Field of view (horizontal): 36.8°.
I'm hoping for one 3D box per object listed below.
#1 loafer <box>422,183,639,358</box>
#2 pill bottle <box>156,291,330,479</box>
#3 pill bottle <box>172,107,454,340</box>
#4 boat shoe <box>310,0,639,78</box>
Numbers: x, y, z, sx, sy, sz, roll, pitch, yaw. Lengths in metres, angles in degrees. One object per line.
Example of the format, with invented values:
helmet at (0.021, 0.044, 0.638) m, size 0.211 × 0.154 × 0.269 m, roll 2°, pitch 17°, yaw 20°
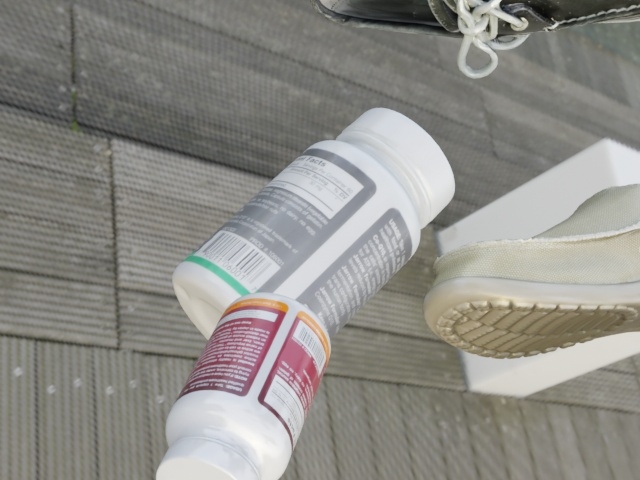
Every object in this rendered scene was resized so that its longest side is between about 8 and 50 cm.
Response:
loafer at (0.177, 0.014, 0.619) m, size 0.269 × 0.102 × 0.092 m, roll -1°, pitch 66°, yaw -29°
pill bottle at (-0.052, 0.112, 0.652) m, size 0.086 × 0.086 × 0.152 m, roll 44°, pitch 38°, yaw -15°
pill bottle at (0.000, 0.000, 1.258) m, size 0.361 × 0.204 × 0.204 m, roll -43°, pitch 99°, yaw -22°
boat shoe at (0.113, -0.177, 0.648) m, size 0.105 × 0.306 × 0.113 m, roll -54°, pitch 138°, yaw -18°
